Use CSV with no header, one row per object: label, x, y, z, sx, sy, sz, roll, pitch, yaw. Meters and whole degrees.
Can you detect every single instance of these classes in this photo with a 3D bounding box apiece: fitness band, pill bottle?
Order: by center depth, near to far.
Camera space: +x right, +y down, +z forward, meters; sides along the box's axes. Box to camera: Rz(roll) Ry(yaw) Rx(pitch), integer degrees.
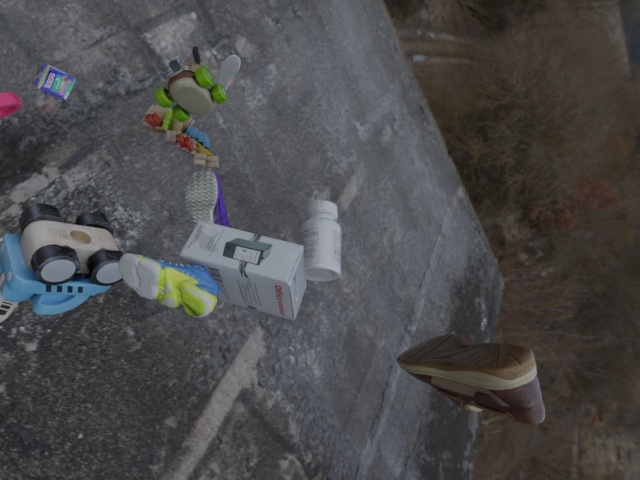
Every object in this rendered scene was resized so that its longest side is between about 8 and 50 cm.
pill bottle,0.000,0.000,1.420,0.131,0.131,0.229,28,55,-44
fitness band,-1.115,-0.403,1.509,0.054,0.209,0.291,59,28,-16

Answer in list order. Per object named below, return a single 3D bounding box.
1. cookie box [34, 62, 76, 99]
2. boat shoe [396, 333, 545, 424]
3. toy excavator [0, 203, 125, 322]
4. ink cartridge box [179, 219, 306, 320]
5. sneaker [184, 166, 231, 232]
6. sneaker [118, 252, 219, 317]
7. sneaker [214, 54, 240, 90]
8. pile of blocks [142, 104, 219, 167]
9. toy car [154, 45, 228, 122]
cookie box,-0.979,-0.586,1.711,0.107,0.040,0.091,17,108,-55
boat shoe,0.252,0.248,0.820,0.123,0.342,0.123,-23,90,-24
toy excavator,-0.826,0.130,1.290,0.433,0.445,0.222,10,34,-52
ink cartridge box,-0.189,0.082,1.214,0.211,0.290,0.121,89,18,-55
sneaker,-0.338,-0.076,1.443,0.146,0.102,0.293,-15,101,-80
sneaker,-0.345,0.093,1.088,0.240,0.091,0.126,31,22,1
sneaker,-0.285,-0.518,1.426,0.051,0.134,0.070,28,33,-17
pile of blocks,-0.541,-0.422,1.825,0.362,0.112,0.149,36,87,-2
toy car,-0.366,-0.453,1.282,0.149,0.155,0.188,41,30,-65
